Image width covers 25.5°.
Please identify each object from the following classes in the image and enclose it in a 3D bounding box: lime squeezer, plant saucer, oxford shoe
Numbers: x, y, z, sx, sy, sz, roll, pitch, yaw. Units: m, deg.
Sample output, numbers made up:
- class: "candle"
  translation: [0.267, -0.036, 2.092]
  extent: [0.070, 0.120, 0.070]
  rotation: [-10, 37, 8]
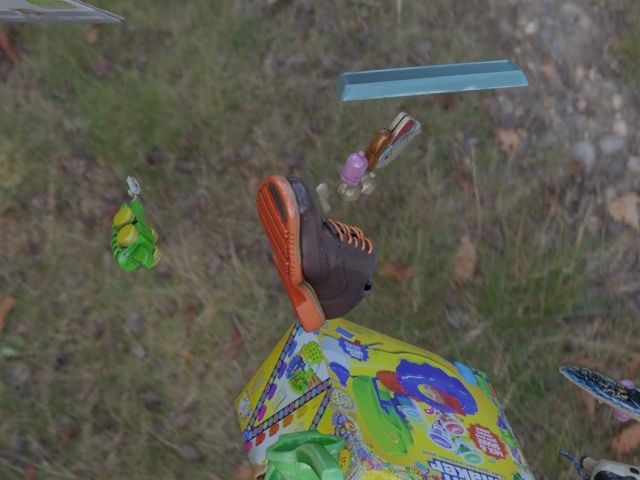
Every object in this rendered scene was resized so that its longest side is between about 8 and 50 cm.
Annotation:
- class: "lime squeezer"
  translation: [-0.014, 0.183, 1.010]
  extent: [0.059, 0.310, 0.110]
  rotation: [8, 57, 1]
- class: "plant saucer"
  translation: [0.112, -0.165, 1.444]
  extent: [0.192, 0.067, 0.018]
  rotation: [-6, 110, -3]
- class: "oxford shoe"
  translation: [0.000, 0.000, 1.421]
  extent: [0.098, 0.271, 0.096]
  rotation: [-22, 66, -4]

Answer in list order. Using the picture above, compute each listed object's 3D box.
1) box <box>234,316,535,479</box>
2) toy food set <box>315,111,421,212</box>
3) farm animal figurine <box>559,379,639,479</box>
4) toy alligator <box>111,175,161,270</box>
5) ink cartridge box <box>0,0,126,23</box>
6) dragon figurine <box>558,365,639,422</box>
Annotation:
- class: "box"
  translation: [0.082, 0.268, 1.703]
  extent: [0.177, 0.290, 0.279]
  rotation: [-54, 32, 24]
- class: "toy food set"
  translation: [0.049, -0.071, 1.277]
  extent: [0.122, 0.078, 0.019]
  rotation: [-44, 70, -9]
- class: "farm animal figurine"
  translation: [0.526, 0.271, 1.788]
  extent: [0.327, 0.172, 0.330]
  rotation: [43, 88, -1]
- class: "toy alligator"
  translation: [-0.242, -0.013, 1.779]
  extent: [0.051, 0.056, 0.189]
  rotation: [-36, 36, 11]
- class: "ink cartridge box"
  translation: [-0.322, -0.289, 1.197]
  extent: [0.309, 0.272, 0.130]
  rotation: [14, 84, 55]
- class: "dragon figurine"
  translation: [0.258, 0.088, 0.636]
  extent: [0.289, 0.085, 0.144]
  rotation: [36, 117, 34]
